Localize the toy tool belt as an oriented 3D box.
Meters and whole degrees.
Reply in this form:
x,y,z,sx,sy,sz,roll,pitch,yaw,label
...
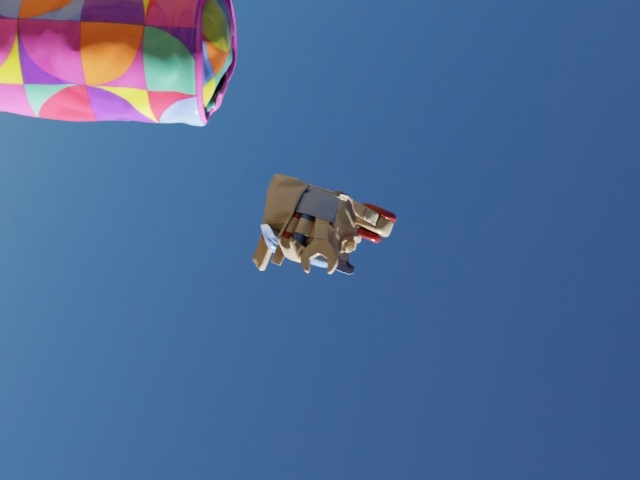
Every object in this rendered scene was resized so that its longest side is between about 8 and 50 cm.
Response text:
x,y,z,sx,sy,sz,roll,pitch,yaw,label
0.000,0.000,0.836,0.083,0.052,0.051,19,-94,44,toy tool belt

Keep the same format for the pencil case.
x,y,z,sx,sy,sz,roll,pitch,yaw,label
-0.173,-0.125,1.040,0.104,0.236,0.104,3,90,-76,pencil case
